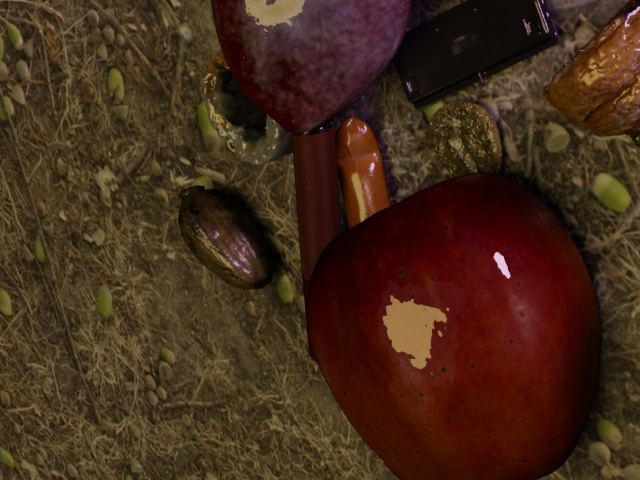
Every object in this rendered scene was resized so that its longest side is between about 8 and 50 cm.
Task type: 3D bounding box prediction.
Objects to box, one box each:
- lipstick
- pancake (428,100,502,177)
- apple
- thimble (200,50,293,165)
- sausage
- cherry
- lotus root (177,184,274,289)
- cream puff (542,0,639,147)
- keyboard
[{"bbox_3d":[0.000,0.000,1.865,0.057,0.057,0.357,25,132,36],"label":"lipstick"},{"bbox_3d":[0.169,-0.112,1.722,0.108,0.017,0.108,24,125,38],"label":"pancake"},{"bbox_3d":[0.152,0.117,1.727,0.365,0.295,0.329,68,168,-8],"label":"apple"},{"bbox_3d":[-0.063,-0.179,1.852,0.127,0.118,0.151,-27,89,50],"label":"thimble"},{"bbox_3d":[0.054,-0.066,1.831,0.062,0.054,0.183,-13,97,13],"label":"sausage"},{"bbox_3d":[-0.013,-0.265,1.692,0.230,0.203,0.300,8,112,-1],"label":"cherry"},{"bbox_3d":[-0.132,-0.002,2.020,0.179,0.089,0.080,50,172,12],"label":"lotus root"},{"bbox_3d":[0.331,-0.147,1.439,0.169,0.183,0.183,45,135,2],"label":"cream puff"},{"bbox_3d":[0.169,-0.220,1.670,0.230,0.025,0.094,-21,89,47],"label":"keyboard"}]
